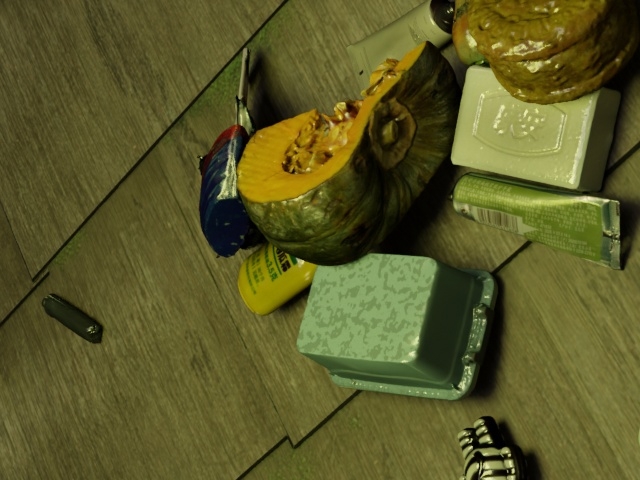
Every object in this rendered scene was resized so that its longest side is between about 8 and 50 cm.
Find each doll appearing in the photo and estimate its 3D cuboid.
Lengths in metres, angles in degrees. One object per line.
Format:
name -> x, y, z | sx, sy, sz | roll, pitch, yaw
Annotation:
doll -> 0.213, 0.305, 1.827 | 0.091, 0.067, 0.219 | -41, 54, 35

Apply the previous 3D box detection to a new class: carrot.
carrot -> 0.192, -0.350, 1.922 | 0.078, 0.078, 0.298 | -12, 72, 41

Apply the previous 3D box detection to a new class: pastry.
pastry -> 0.257, -0.244, 1.783 | 0.188, 0.103, 0.189 | -17, 46, 19

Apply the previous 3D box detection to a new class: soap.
soap -> 0.245, -0.129, 1.848 | 0.183, 0.063, 0.121 | 14, 94, 41

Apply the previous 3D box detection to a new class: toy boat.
toy boat -> -0.118, -0.104, 2.092 | 0.318, 0.072, 0.219 | -95, 13, -61

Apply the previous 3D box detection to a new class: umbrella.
umbrella -> -0.369, 0.116, 2.395 | 0.133, 0.031, 0.036 | 29, 103, 41

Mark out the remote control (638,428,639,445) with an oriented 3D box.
remote control -> 0.468, 0.251, 1.602 | 0.335, 0.065, 0.128 | 42, 110, 37

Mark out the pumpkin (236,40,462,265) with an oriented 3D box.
pumpkin -> 0.029, -0.103, 1.931 | 0.190, 0.139, 0.280 | 11, 57, 49

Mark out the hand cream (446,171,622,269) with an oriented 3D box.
hand cream -> 0.245, -0.031, 1.846 | 0.235, 0.055, 0.086 | 17, 127, 40

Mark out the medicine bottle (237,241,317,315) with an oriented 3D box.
medicine bottle -> 0.000, 0.000, 2.054 | 0.260, 0.064, 0.095 | -36, 43, 28

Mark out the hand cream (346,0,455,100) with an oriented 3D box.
hand cream -> 0.104, -0.243, 2.001 | 0.186, 0.054, 0.087 | -31, 70, 43

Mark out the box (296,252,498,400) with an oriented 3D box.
box -> 0.088, 0.096, 1.920 | 0.227, 0.130, 0.162 | 2, 72, 43

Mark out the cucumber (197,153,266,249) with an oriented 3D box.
cucumber -> -0.120, -0.055, 2.178 | 0.053, 0.053, 0.181 | -50, 55, 26
